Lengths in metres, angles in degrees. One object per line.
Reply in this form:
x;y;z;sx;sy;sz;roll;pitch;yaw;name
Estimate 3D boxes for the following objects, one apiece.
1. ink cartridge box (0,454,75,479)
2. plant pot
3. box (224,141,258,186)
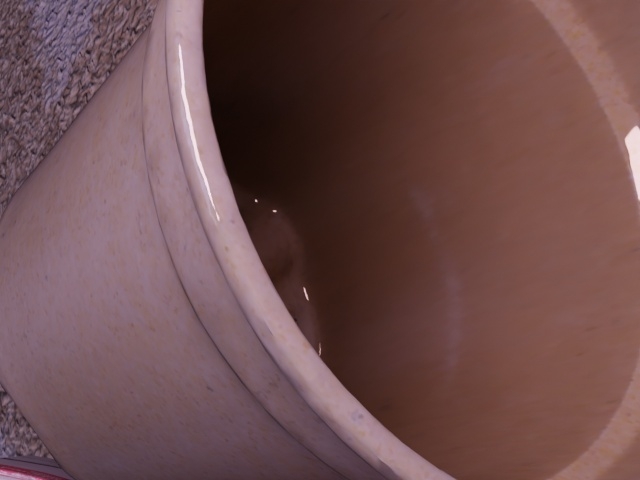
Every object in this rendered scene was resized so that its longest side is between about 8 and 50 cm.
-0.235;0.258;1.109;0.218;0.092;0.158;81;-161;-83;ink cartridge box
0.000;0.000;0.673;0.305;0.334;0.333;-27;56;50;plant pot
-0.075;-0.027;1.000;0.381;0.143;0.191;-47;36;37;box
